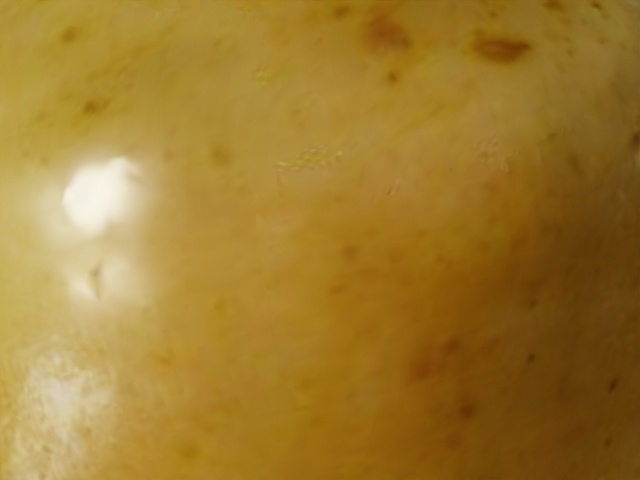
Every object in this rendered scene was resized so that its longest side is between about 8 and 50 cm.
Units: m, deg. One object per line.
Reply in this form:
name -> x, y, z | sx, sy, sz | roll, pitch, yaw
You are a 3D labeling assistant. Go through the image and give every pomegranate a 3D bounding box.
pomegranate -> 0.000, 0.000, 0.757 | 0.410, 0.410, 0.410 | 8, 71, -23
